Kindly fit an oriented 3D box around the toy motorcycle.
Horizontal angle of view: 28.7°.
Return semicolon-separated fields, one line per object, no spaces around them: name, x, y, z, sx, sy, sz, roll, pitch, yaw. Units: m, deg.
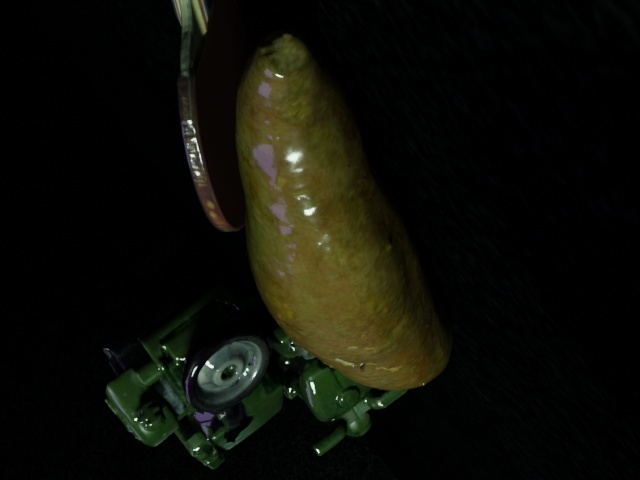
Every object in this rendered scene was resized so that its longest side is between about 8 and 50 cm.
toy motorcycle;-0.054;0.112;1.007;0.127;0.205;0.275;47;167;30

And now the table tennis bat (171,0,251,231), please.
table tennis bat;-0.044;-0.072;0.487;0.158;0.014;0.095;78;-164;-45

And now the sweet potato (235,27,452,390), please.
sweet potato;0.000;0.000;0.519;0.077;0.077;0.243;48;175;34
